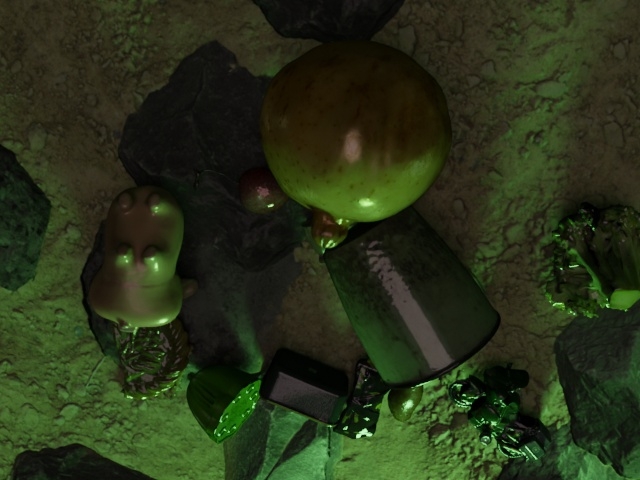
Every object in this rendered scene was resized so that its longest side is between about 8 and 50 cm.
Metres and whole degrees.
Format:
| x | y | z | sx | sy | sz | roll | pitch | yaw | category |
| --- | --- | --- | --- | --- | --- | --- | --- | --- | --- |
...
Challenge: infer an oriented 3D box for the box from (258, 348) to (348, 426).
| x | y | z | sx | sy | sz | roll | pitch | yaw | category |
| --- | --- | --- | --- | --- | --- | --- | --- | --- | --- |
| -0.034 | 0.343 | 1.680 | 0.201 | 0.144 | 0.090 | 23 | 104 | -1 | box |

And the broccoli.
| x | y | z | sx | sy | sz | roll | pitch | yaw | category |
| --- | --- | --- | --- | --- | --- | --- | --- | --- | --- |
| 0.589 | 0.051 | 1.489 | 0.263 | 0.243 | 0.247 | -26 | 116 | 17 | broccoli |

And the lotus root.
| x | y | z | sx | sy | sz | roll | pitch | yaw | category |
| --- | --- | --- | --- | --- | --- | --- | --- | --- | --- |
| -0.257 | 0.368 | 1.710 | 0.186 | 0.186 | 0.186 | 1 | 107 | 4 | lotus root |

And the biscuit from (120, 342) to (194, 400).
| x | y | z | sx | sy | sz | roll | pitch | yaw | category |
| --- | --- | --- | --- | --- | --- | --- | --- | --- | --- |
| -0.405 | 0.321 | 1.768 | 0.144 | 0.016 | 0.203 | 21 | 106 | -1 | biscuit |

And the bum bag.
| x | y | z | sx | sy | sz | roll | pitch | yaw | category |
| --- | --- | --- | --- | --- | --- | --- | --- | --- | --- |
| 0.109 | 0.385 | 1.724 | 0.107 | 0.060 | 0.232 | 16 | 109 | -10 | bum bag |

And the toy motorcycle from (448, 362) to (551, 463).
| x | y | z | sx | sy | sz | roll | pitch | yaw | category |
| --- | --- | --- | --- | --- | --- | --- | --- | --- | --- |
| 0.446 | 0.403 | 1.675 | 0.187 | 0.124 | 0.274 | -37 | 103 | 23 | toy motorcycle |

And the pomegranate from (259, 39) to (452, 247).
| x | y | z | sx | sy | sz | roll | pitch | yaw | category |
| --- | --- | --- | --- | --- | --- | --- | --- | --- | --- |
| 0.061 | -0.182 | 1.391 | 0.410 | 0.410 | 0.410 | 1 | 107 | 4 | pomegranate |

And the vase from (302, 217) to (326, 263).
| x | y | z | sx | sy | sz | roll | pitch | yaw | category |
| --- | --- | --- | --- | --- | --- | --- | --- | --- | --- |
| 0.000 | 0.000 | 1.623 | 0.053 | 0.053 | 0.100 | -20 | 108 | 10 | vase |

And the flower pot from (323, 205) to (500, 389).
| x | y | z | sx | sy | sz | roll | pitch | yaw | category |
| --- | --- | --- | --- | --- | --- | --- | --- | --- | --- |
| 0.175 | 0.108 | 1.523 | 0.294 | 0.293 | 0.330 | -33 | 98 | 13 | flower pot |

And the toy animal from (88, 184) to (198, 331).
| x | y | z | sx | sy | sz | roll | pitch | yaw | category |
| --- | --- | --- | --- | --- | --- | --- | --- | --- | --- |
| -0.403 | 0.043 | 1.589 | 0.237 | 0.269 | 0.326 | 8 | 74 | 0 | toy animal |

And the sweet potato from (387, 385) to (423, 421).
| x | y | z | sx | sy | sz | roll | pitch | yaw | category |
| --- | --- | --- | --- | --- | --- | --- | --- | --- | --- |
| 0.200 | 0.352 | 1.657 | 0.077 | 0.077 | 0.243 | 9 | 138 | 2 | sweet potato |

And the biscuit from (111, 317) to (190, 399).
| x | y | z | sx | sy | sz | roll | pitch | yaw | category |
| --- | --- | --- | --- | --- | --- | --- | --- | --- | --- |
| -0.412 | 0.256 | 1.724 | 0.187 | 0.036 | 0.273 | -9 | 101 | 3 | biscuit |

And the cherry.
| x | y | z | sx | sy | sz | roll | pitch | yaw | category |
| --- | --- | --- | --- | --- | --- | --- | --- | --- | --- |
| -0.175 | -0.112 | 1.590 | 0.226 | 0.090 | 0.107 | 4 | 123 | 14 | cherry |
